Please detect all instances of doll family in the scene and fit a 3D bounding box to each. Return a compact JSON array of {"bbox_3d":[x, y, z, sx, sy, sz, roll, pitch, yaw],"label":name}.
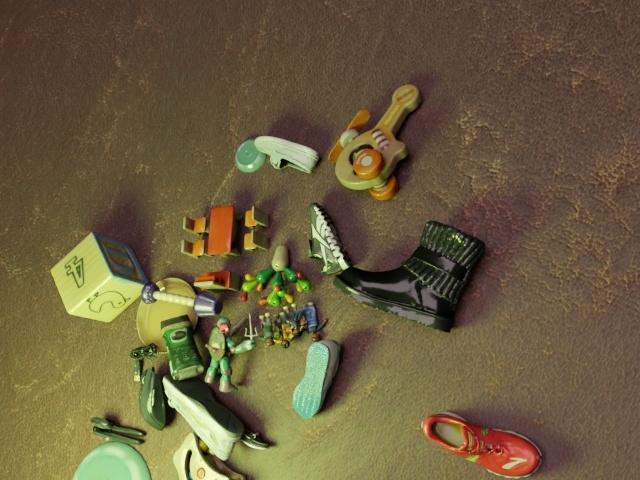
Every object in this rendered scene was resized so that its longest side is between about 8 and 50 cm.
[{"bbox_3d":[-0.079,0.246,1.797,0.193,0.076,0.111,-23,62,15],"label":"doll family"}]

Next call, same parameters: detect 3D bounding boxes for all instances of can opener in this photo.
[{"bbox_3d":[-0.622,0.591,1.969,0.186,0.073,0.059,13,73,19],"label":"can opener"}]

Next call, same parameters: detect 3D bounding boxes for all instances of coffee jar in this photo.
[{"bbox_3d":[-0.407,0.309,1.883,0.096,0.079,0.184,-14,58,-15],"label":"coffee jar"}]

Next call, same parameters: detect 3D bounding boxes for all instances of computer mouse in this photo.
[{"bbox_3d":[-0.535,0.443,1.942,0.184,0.060,0.262,-12,84,52],"label":"computer mouse"}]

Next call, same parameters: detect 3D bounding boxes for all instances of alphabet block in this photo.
[{"bbox_3d":[-0.708,0.121,2.074,0.197,0.192,0.193,-41,60,11],"label":"alphabet block"}]

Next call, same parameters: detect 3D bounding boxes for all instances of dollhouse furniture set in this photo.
[{"bbox_3d":[-0.303,0.021,1.935,0.262,0.135,0.259,-6,72,24],"label":"dollhouse furniture set"}]

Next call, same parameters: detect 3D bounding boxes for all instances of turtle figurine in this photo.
[{"bbox_3d":[-0.269,0.303,1.834,0.175,0.118,0.234,24,104,60],"label":"turtle figurine"}]

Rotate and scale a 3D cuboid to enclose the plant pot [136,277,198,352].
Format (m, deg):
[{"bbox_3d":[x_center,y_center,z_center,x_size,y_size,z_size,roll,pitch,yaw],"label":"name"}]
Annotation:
[{"bbox_3d":[-0.473,0.235,2.015,0.236,0.032,0.236,-7,73,25],"label":"plant pot"}]

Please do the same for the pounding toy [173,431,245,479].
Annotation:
[{"bbox_3d":[-0.315,0.651,1.743,0.154,0.155,0.269,-37,63,17],"label":"pounding toy"}]

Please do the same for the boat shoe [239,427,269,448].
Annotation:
[{"bbox_3d":[-0.191,0.545,1.780,0.125,0.046,0.038,10,84,36],"label":"boat shoe"}]

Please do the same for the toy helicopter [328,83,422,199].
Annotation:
[{"bbox_3d":[0.162,-0.301,1.832,0.235,0.140,0.355,25,76,38],"label":"toy helicopter"}]

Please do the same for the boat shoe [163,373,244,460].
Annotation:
[{"bbox_3d":[-0.347,0.488,1.824,0.320,0.118,0.103,30,102,32],"label":"boat shoe"}]

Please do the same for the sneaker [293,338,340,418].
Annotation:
[{"bbox_3d":[-0.003,0.372,1.719,0.087,0.092,0.228,27,107,27],"label":"sneaker"}]

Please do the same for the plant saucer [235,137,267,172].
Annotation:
[{"bbox_3d":[-0.226,-0.276,2.052,0.119,0.021,0.119,-8,72,25],"label":"plant saucer"}]

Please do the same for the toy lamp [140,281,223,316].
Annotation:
[{"bbox_3d":[-0.416,0.180,1.943,0.275,0.080,0.080,9,79,30],"label":"toy lamp"}]

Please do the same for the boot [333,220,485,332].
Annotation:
[{"bbox_3d":[0.226,0.064,1.664,0.348,0.131,0.260,19,91,18],"label":"boot"}]

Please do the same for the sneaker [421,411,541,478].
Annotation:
[{"bbox_3d":[0.363,0.476,1.487,0.279,0.118,0.107,11,81,28],"label":"sneaker"}]

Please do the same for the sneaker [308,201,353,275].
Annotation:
[{"bbox_3d":[0.000,0.000,1.827,0.106,0.078,0.234,-30,66,12],"label":"sneaker"}]

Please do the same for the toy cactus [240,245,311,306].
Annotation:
[{"bbox_3d":[-0.130,0.101,1.858,0.219,0.112,0.180,-10,61,32],"label":"toy cactus"}]

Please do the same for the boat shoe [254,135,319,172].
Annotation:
[{"bbox_3d":[-0.114,-0.258,1.958,0.228,0.079,0.081,18,79,26],"label":"boat shoe"}]

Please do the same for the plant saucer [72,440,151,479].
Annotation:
[{"bbox_3d":[-0.645,0.770,1.935,0.318,0.044,0.317,-8,71,24],"label":"plant saucer"}]
